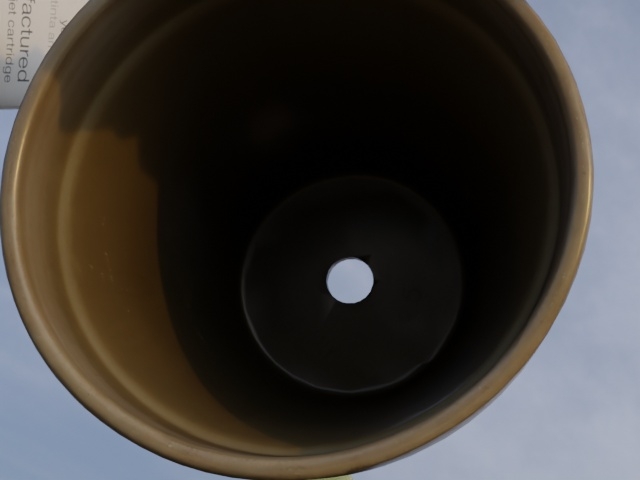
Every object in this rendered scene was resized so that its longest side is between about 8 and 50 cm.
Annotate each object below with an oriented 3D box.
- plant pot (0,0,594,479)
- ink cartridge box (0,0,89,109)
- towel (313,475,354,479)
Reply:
[{"bbox_3d":[0.000,0.000,0.712,0.323,0.323,0.280,5,-14,10],"label":"plant pot"},{"bbox_3d":[-0.200,-0.247,0.852,0.160,0.279,0.385,9,11,26],"label":"ink cartridge box"},{"bbox_3d":[-0.056,0.365,0.935,0.248,0.325,0.038,58,-20,-11],"label":"towel"}]
